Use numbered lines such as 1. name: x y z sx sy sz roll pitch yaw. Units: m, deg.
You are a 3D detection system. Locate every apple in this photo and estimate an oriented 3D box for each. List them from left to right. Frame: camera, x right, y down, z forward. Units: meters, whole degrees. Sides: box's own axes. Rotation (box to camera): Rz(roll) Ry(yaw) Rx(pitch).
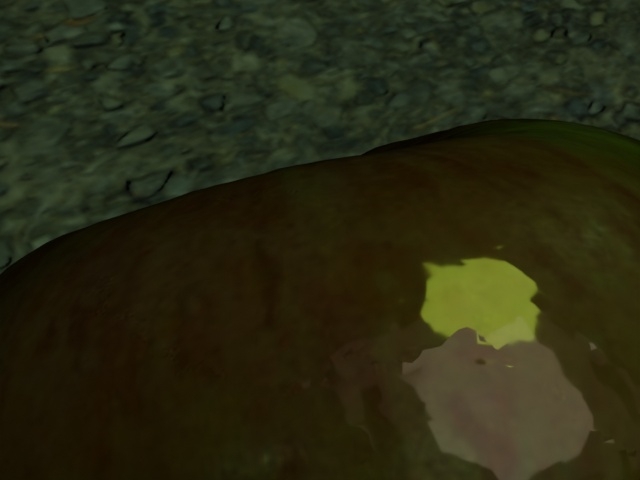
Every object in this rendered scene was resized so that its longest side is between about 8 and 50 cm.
1. apple: 0.033 0.128 0.555 0.400 0.400 0.333 -19 92 -32
